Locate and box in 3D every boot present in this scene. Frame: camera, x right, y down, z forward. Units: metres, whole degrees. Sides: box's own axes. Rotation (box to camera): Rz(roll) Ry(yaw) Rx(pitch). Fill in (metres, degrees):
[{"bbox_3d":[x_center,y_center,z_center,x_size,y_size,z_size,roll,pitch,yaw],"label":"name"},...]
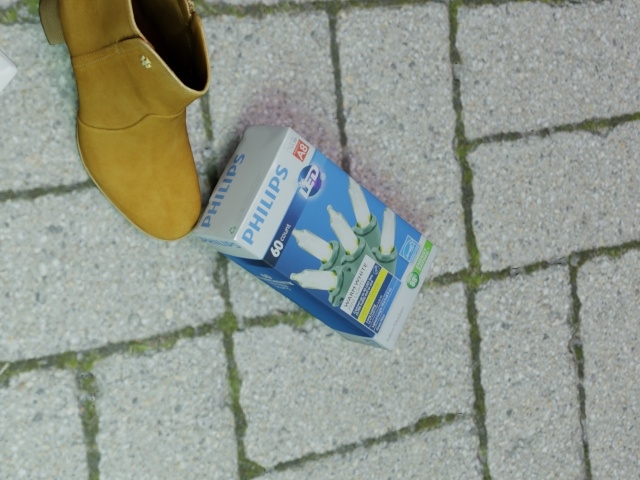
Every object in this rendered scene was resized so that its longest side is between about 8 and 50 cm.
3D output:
[{"bbox_3d":[-0.156,-0.124,1.185,0.104,0.211,0.295,-34,110,-27],"label":"boot"}]

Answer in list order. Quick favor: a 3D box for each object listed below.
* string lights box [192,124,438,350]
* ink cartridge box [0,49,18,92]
[{"bbox_3d":[0.000,0.000,1.353,0.260,0.077,0.133,36,73,-39],"label":"string lights box"},{"bbox_3d":[-0.389,-0.125,1.018,0.168,0.233,0.171,44,69,-27],"label":"ink cartridge box"}]
